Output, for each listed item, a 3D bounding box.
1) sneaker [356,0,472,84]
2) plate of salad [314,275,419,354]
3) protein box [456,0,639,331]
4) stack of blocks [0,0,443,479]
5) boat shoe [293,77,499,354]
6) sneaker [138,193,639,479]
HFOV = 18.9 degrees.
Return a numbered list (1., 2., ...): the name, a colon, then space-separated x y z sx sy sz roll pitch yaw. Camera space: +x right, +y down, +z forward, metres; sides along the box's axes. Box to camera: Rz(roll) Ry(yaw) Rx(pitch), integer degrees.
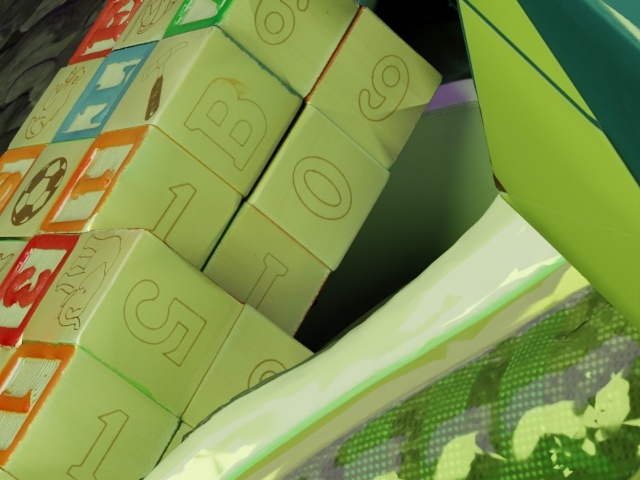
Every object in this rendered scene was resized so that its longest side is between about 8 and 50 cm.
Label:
1. sneaker: 0.135 -0.148 0.731 0.350 0.131 0.148 -33 27 48
2. plate of salad: 0.027 0.061 0.667 0.200 0.048 0.200 -38 9 7
3. protein box: 0.166 -0.040 0.376 0.201 0.136 0.200 -39 63 -9
4. stack of blocks: -0.077 0.039 0.657 0.171 0.087 0.297 -3 52 58
5. boat shoe: 0.000 0.000 0.791 0.228 0.080 0.076 -43 27 27
6. sneaker: 0.074 0.095 0.488 0.410 0.158 0.182 -50 42 7
